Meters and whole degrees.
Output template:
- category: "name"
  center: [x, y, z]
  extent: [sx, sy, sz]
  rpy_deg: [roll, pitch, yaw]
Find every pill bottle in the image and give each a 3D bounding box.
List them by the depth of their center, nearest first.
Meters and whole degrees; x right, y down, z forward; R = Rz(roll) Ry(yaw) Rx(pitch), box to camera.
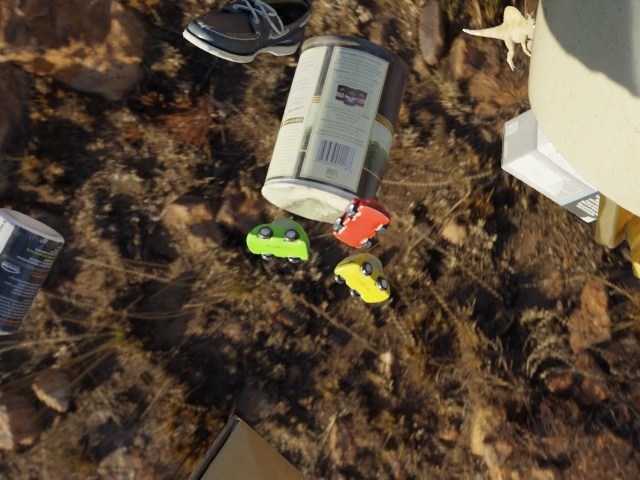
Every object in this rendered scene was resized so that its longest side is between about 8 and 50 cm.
- category: "pill bottle"
  center: [-0.565, 0.077, 1.564]
  extent: [0.130, 0.130, 0.246]
  rpy_deg: [28, 91, 7]

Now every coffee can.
- category: "coffee can"
  center: [0.028, -0.187, 1.541]
  extent: [0.201, 0.201, 0.275]
  rpy_deg: [13, 78, 10]

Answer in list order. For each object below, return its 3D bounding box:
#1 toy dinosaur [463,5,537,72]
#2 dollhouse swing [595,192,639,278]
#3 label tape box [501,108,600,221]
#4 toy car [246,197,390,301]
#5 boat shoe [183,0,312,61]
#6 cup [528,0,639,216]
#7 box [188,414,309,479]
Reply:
- category: "toy dinosaur"
  center: [0.291, -0.302, 1.311]
  extent: [0.053, 0.183, 0.093]
  rpy_deg: [-33, 105, -14]
- category: "dollhouse swing"
  center: [0.477, -0.120, 0.871]
  extent: [0.315, 0.305, 0.347]
  rpy_deg: [-42, 45, -15]
- category: "label tape box"
  center: [0.513, -0.173, 1.510]
  extent: [0.240, 0.106, 0.333]
  rpy_deg: [27, 148, -27]
- category: "toy car"
  center: [0.000, 0.000, 1.359]
  extent: [0.225, 0.053, 0.239]
  rpy_deg: [7, 142, 10]
- category: "boat shoe"
  center: [-0.088, -0.294, 1.193]
  extent: [0.095, 0.254, 0.079]
  rpy_deg: [43, 119, 17]
- category: "cup"
  center: [0.279, -0.144, 0.599]
  extent: [0.331, 0.331, 0.237]
  rpy_deg: [40, 128, 4]
- category: "box"
  center: [-0.077, 0.315, 0.975]
  extent: [0.201, 0.021, 0.164]
  rpy_deg: [49, 63, -32]
